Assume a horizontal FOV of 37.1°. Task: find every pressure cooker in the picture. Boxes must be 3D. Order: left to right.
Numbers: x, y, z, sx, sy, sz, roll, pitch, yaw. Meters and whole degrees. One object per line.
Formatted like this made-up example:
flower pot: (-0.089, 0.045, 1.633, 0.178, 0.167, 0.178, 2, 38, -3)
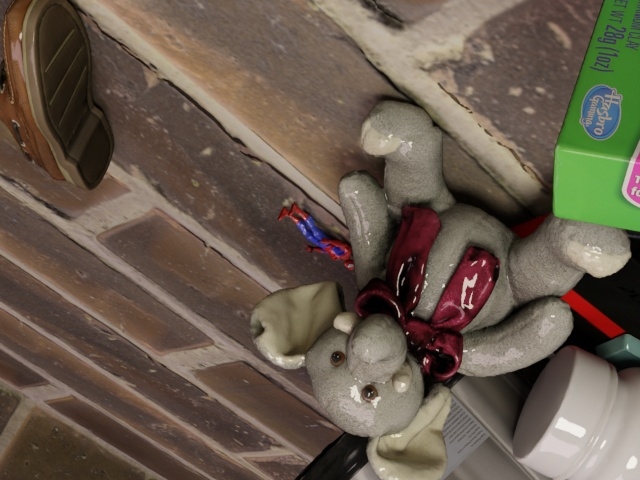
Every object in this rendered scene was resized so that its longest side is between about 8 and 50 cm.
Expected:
pressure cooker: (0.196, 0.376, 1.145, 0.420, 0.370, 0.375, 46, -161, 15)

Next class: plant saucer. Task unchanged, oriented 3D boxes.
plant saucer: (0.389, 0.159, 1.023, 0.192, 0.018, 0.067, 30, 155, -4)

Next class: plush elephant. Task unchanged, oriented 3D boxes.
plush elephant: (0.082, 0.077, 0.921, 0.271, 0.255, 0.330, 35, 151, 14)

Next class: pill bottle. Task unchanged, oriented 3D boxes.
pill bottle: (0.355, 0.230, 0.981, 0.283, 0.160, 0.160, 27, 151, 0)

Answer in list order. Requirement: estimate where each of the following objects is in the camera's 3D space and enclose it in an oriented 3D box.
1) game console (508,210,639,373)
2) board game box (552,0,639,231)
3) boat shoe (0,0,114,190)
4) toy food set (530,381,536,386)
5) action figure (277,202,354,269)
game console: (0.357, 0.094, 1.021, 0.386, 0.060, 0.342, 36, 155, -17)
board game box: (0.318, -0.094, 0.542, 0.316, 0.242, 0.064, 12, 148, 20)
boat shoe: (-0.313, -0.157, 1.049, 0.104, 0.111, 0.307, 20, 150, 7)
toy food set: (0.307, 0.214, 1.274, 0.083, 0.020, 0.082, 42, 146, -27)
action figure: (0.000, 0.000, 1.154, 0.115, 0.030, 0.038, 36, 144, -22)
